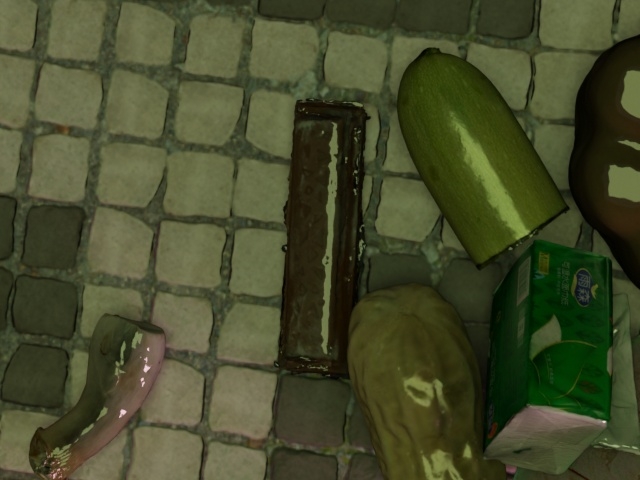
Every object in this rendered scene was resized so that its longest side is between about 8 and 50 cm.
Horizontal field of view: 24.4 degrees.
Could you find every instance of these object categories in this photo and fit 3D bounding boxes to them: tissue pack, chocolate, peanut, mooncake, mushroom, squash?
[{"bbox_3d":[0.271,0.134,1.613,0.156,0.148,0.209,14,55,-11],"label":"tissue pack"},{"bbox_3d":[0.003,0.001,1.714,0.102,0.065,0.329,3,94,3],"label":"chocolate"},{"bbox_3d":[0.124,0.202,1.672,0.152,0.152,0.313,-14,92,4],"label":"peanut"},{"bbox_3d":[0.459,-0.098,1.616,0.378,0.201,0.378,0,91,4],"label":"mooncake"},{"bbox_3d":[-0.260,0.190,1.730,0.092,0.081,0.223,30,96,-16],"label":"mushroom"},{"bbox_3d":[0.167,-0.102,1.672,0.132,0.132,0.247,-32,87,4],"label":"squash"}]

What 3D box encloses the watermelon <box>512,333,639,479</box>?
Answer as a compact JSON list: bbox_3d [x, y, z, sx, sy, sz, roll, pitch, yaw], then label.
[{"bbox_3d":[0.375,0.295,1.647,0.292,0.319,0.222,-31,131,32],"label":"watermelon"}]
